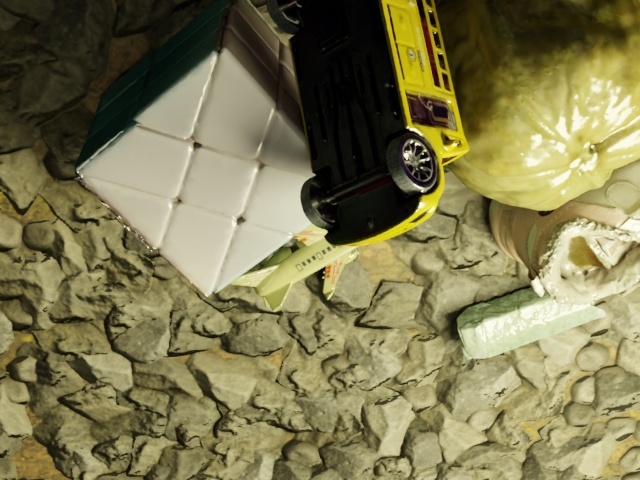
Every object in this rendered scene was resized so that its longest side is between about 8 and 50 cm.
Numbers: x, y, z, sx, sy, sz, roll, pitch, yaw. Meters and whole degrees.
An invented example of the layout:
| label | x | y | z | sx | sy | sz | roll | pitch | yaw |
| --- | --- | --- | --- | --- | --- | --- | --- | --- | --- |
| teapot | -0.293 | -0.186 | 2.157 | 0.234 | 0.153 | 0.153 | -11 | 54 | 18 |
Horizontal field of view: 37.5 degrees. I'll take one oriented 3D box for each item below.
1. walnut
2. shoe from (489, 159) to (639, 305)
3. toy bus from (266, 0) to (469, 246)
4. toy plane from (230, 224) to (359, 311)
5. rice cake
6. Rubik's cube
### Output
| label | x | y | z | sx | sy | sz | roll | pitch | yaw |
| --- | --- | --- | --- | --- | --- | --- | --- | --- | --- |
| walnut | 0.247 | -0.186 | 1.060 | 0.253 | 0.276 | 0.282 | 3 | 150 | -32 |
| shoe | 0.404 | -0.030 | 1.206 | 0.351 | 0.198 | 0.172 | -26 | 120 | 12 |
| toy bus | 0.059 | -0.161 | 0.977 | 0.151 | 0.331 | 0.145 | 2 | 163 | -45 |
| toy plane | 0.000 | 0.000 | 1.242 | 0.244 | 0.092 | 0.229 | -41 | 147 | 4 |
| rice cake | 0.295 | 0.108 | 1.354 | 0.207 | 0.063 | 0.069 | -22 | 113 | 7 |
| Rubik's cube | -0.118 | -0.116 | 1.100 | 0.231 | 0.224 | 0.221 | -36 | 116 | 16 |
